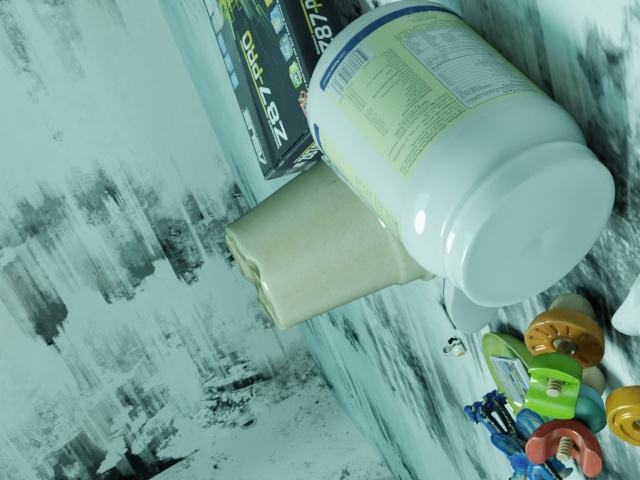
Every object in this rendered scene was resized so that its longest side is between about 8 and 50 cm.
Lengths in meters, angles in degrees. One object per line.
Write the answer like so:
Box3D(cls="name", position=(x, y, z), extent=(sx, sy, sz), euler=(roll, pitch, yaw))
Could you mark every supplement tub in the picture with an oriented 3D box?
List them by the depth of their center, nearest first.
Box3D(cls="supplement tub", position=(0.153, -0.103, 1.262), extent=(0.325, 0.235, 0.235), euler=(52, 167, 39))

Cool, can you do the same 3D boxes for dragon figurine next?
Box3D(cls="dragon figurine", position=(0.327, 0.328, 1.761), extent=(0.144, 0.085, 0.289), euler=(57, 171, -17))

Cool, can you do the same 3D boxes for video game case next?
Box3D(cls="video game case", position=(0.316, 0.227, 1.788), extent=(0.087, 0.011, 0.122), euler=(62, 170, -3))

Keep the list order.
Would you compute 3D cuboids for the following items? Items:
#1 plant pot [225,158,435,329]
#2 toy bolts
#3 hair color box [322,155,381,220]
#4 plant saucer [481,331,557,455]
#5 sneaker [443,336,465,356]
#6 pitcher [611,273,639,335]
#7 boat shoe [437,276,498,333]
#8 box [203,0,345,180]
Box3D(cls="plant pot", position=(0.000, 0.000, 2.077), extent=(0.333, 0.305, 0.334), euler=(58, 169, 17))
Box3D(cls="toy bolts", position=(0.369, 0.191, 1.453), extent=(0.218, 0.158, 0.228), euler=(15, 141, 14))
Box3D(cls="hair color box", position=(0.065, -0.179, 1.840), extent=(0.339, 0.110, 0.185), euler=(47, 162, 46))
Box3D(cls="plant saucer", position=(0.348, 0.248, 1.826), extent=(0.241, 0.037, 0.241), euler=(58, 170, 16))
Box3D(cls="sneaker", position=(0.261, 0.207, 2.169), extent=(0.083, 0.032, 0.037), euler=(162, 93, -75))
Box3D(cls="pitcher", position=(0.379, 0.093, 1.079), extent=(0.207, 0.126, 0.177), euler=(-114, 19, -49))
Box3D(cls="boat shoe", position=(0.212, 0.025, 1.722), extent=(0.088, 0.096, 0.267), euler=(53, 167, 54))
Box3D(cls="box", position=(-0.069, -0.328, 1.746), extent=(0.318, 0.097, 0.394), euler=(145, 108, -69))
